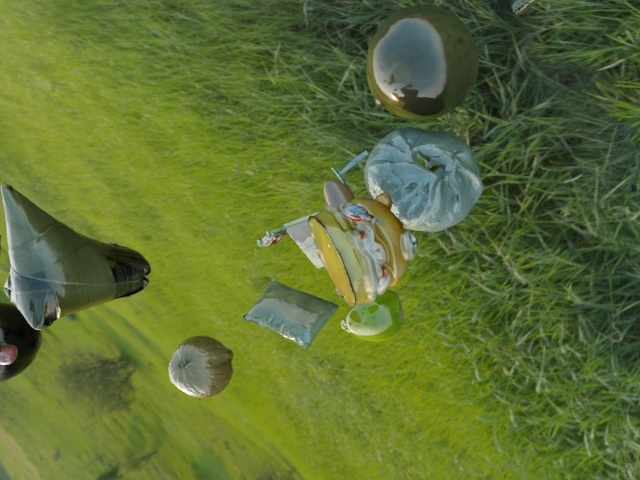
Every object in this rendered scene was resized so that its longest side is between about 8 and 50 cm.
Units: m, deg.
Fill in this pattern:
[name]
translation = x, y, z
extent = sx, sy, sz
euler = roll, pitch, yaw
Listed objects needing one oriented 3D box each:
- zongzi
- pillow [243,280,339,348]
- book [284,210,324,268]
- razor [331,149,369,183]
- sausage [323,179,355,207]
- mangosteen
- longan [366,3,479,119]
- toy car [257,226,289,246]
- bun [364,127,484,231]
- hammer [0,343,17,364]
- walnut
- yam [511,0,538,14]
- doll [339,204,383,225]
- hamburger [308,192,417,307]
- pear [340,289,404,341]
[zongzi]
translation = -0.528, 0.005, 1.048
extent = 0.154, 0.289, 0.317
euler = 27, 121, 31
[pillow]
translation = -0.106, 0.236, 1.563
extent = 0.302, 0.185, 0.075
euler = 16, 143, 37
[book]
translation = 0.000, 0.000, 1.991
extent = 0.201, 0.026, 0.289
euler = -20, 131, 24
[razor]
translation = 0.106, -0.256, 1.576
extent = 0.135, 0.040, 0.068
euler = -37, 92, 28
[sausage]
translation = 0.099, -0.124, 1.908
extent = 0.123, 0.123, 0.252
euler = -48, 55, 44
[mangosteen]
translation = -0.899, 0.285, 1.321
extent = 0.228, 0.228, 0.265
euler = 63, 164, 6
[longan]
translation = 0.291, -0.516, 1.401
extent = 0.361, 0.361, 0.360
euler = 19, 119, 39
[toy car]
translation = -0.138, -0.005, 1.338
extent = 0.122, 0.059, 0.035
euler = -37, 75, 54
[bun]
translation = 0.310, -0.197, 1.379
extent = 0.354, 0.354, 0.194
euler = 54, 160, 15
[hammer]
translation = -0.645, 0.222, 0.929
extent = 0.043, 0.083, 0.043
euler = -36, 45, 48
[walnut]
translation = -0.412, 0.442, 1.662
extent = 0.228, 0.228, 0.228
euler = 19, 119, 39
[yam]
translation = 0.535, -0.617, 1.200
extent = 0.094, 0.043, 0.043
euler = -24, 88, 60
[doll]
translation = 0.086, -0.061, 1.068
extent = 0.114, 0.057, 0.039
euler = 24, 128, 38
[hamburger]
translation = 0.121, 0.016, 1.227
extent = 0.276, 0.237, 0.276
euler = 61, 167, 25
[pear]
translation = 0.172, 0.257, 1.601
extent = 0.220, 0.187, 0.187
euler = -16, 95, 10
